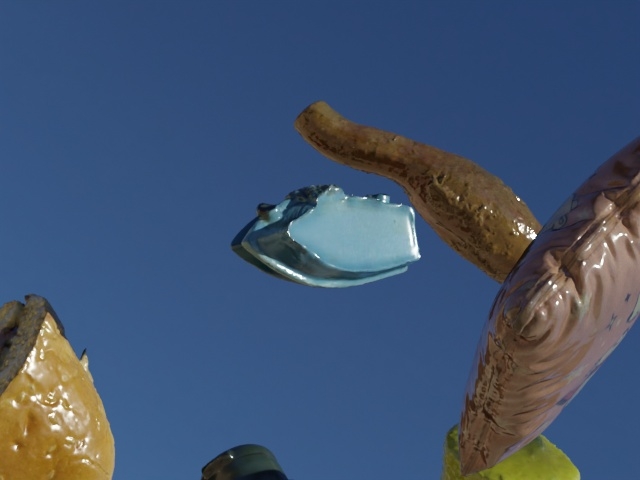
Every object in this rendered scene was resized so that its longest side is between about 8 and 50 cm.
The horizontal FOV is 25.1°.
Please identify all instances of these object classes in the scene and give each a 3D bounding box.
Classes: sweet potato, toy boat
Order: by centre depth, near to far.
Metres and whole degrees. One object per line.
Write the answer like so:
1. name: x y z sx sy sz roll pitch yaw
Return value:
1. toy boat: 0.000 0.000 1.518 0.098 0.109 0.238 -15 -10 40
2. sweet potato: 0.144 -0.057 1.716 0.385 0.109 0.109 35 -31 -4

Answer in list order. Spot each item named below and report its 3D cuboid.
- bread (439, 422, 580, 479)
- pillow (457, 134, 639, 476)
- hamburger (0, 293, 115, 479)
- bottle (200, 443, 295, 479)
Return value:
1. bread: 0.164 0.233 1.337 0.129 0.111 0.114 38 -57 55
2. pillow: 0.173 0.032 0.955 0.084 0.236 0.223 37 -25 13
3. hamburger: -0.320 0.241 1.522 0.209 0.330 0.162 37 -13 -29
4. bottle: -0.031 0.319 1.390 0.143 0.271 0.156 -38 -36 16
